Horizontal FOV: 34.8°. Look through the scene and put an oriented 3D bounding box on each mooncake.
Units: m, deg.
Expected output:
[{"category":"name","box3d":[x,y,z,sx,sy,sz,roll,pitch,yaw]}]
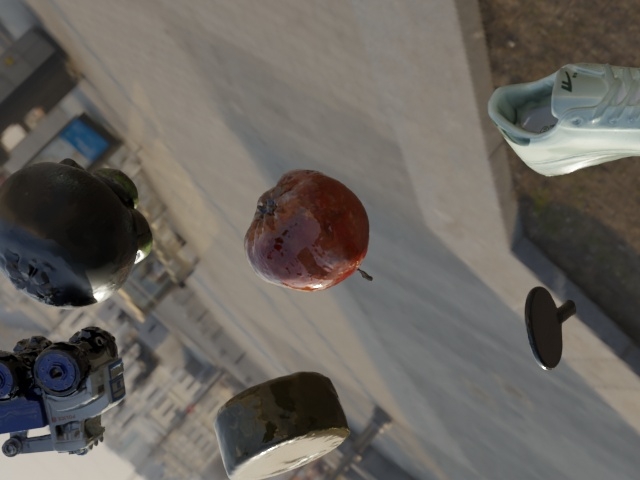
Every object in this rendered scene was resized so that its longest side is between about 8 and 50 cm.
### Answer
[{"category":"mooncake","box3d":[-0.087,0.399,2.207,0.284,0.284,0.156,73,174,-64]}]

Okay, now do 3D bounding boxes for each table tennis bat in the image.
[{"category":"table tennis bat","box3d":[0.421,0.149,1.860,0.027,0.236,0.150,-12,94,31]}]

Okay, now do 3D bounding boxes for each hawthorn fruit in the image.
[{"category":"hawthorn fruit","box3d":[0.000,0.000,1.929,0.271,0.242,0.242,30,170,-21]}]

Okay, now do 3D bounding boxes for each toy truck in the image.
[{"category":"toy truck","box3d":[-0.386,0.228,1.470,0.161,0.213,0.177,-26,-74,-79]}]

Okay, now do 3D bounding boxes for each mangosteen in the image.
[{"category":"mangosteen","box3d":[-0.358,-0.015,1.463,0.243,0.243,0.243,39,165,12]}]

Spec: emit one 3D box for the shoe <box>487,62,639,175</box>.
[{"category":"shoe","box3d":[0.378,-0.176,1.292,0.160,0.132,0.363,29,156,-38]}]
